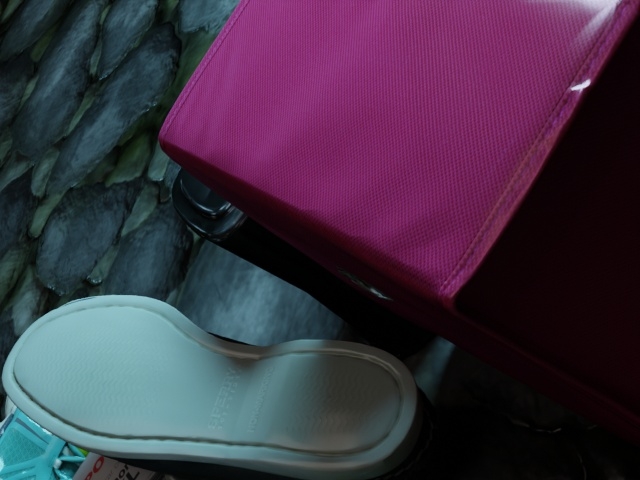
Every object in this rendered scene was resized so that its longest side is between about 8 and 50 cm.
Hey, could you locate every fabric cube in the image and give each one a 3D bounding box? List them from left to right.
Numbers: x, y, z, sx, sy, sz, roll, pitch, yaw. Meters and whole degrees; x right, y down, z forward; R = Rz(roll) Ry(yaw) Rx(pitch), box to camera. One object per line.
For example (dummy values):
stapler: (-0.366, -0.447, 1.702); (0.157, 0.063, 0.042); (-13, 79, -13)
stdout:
fabric cube: (0.126, -0.062, 0.537); (0.259, 0.254, 0.258); (-58, 36, -2)

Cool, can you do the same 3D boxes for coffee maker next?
coffee maker: (0.000, 0.000, 0.708); (0.120, 0.178, 0.171); (-1, 63, 52)

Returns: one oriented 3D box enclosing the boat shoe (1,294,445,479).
boat shoe: (-0.068, 0.111, 0.695); (0.302, 0.091, 0.114); (11, 59, 31)

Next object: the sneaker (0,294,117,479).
sneaker: (-0.213, 0.162, 0.920); (0.110, 0.107, 0.275); (-17, 51, 32)

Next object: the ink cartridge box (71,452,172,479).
ink cartridge box: (-0.103, 0.245, 0.711); (0.172, 0.100, 0.237); (-57, 34, -1)
